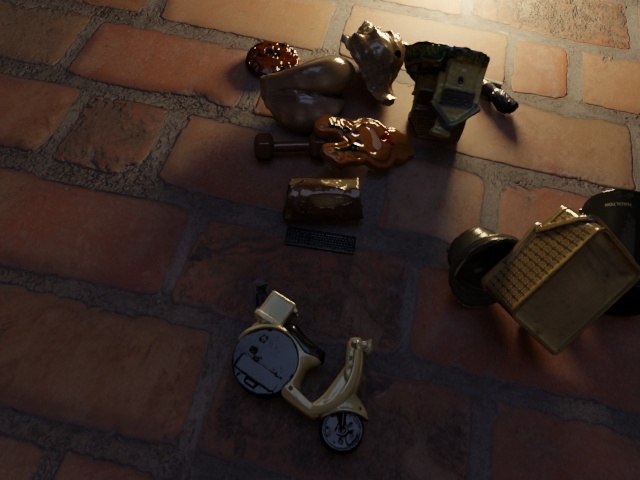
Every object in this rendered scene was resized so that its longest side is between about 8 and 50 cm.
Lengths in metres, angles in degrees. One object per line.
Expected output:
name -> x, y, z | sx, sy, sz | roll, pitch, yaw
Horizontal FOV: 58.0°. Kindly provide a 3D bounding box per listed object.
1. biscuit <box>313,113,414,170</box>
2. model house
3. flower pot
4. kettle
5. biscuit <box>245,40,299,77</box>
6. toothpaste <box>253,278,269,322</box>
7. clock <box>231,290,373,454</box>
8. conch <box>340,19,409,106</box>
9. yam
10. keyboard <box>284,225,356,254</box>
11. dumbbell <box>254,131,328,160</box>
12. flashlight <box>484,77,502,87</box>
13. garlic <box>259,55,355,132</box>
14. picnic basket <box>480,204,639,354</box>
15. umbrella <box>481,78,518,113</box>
biscuit -> 0.143, -0.308, 1.809 | 0.334, 0.047, 0.201 | 2, 59, -23
model house -> 0.371, -0.459, 1.833 | 0.262, 0.321, 0.266 | 10, 97, 2
flower pot -> 0.435, 0.056, 1.566 | 0.236, 0.235, 0.140 | -12, 35, -12
kettle -> 0.797, 0.029, 1.601 | 0.262, 0.203, 0.307 | 17, 60, 5
biscuit -> -0.172, -0.643, 2.058 | 0.192, 0.049, 0.191 | 1, 61, -2
toothpaste -> -0.157, 0.175, 1.534 | 0.045, 0.028, 0.169 | 5, 54, -14
clock -> -0.025, 0.309, 1.394 | 0.379, 0.120, 0.276 | 29, 70, 11
conch -> 0.192, -0.629, 1.966 | 0.263, 0.186, 0.324 | 0, 54, -46
yam -> 0.008, -0.121, 1.687 | 0.239, 0.129, 0.127 | 0, 92, -4
keyboard -> 0.000, 0.000, 1.669 | 0.203, 0.011, 0.067 | 9, 56, 1
dumbbell -> -0.093, -0.296, 1.815 | 0.231, 0.092, 0.081 | -2, 85, -6
flashlight -> 0.614, -0.573, 2.086 | 0.083, 0.018, 0.018 | 17, 58, 7
garlic -> -0.005, -0.486, 1.919 | 0.340, 0.231, 0.246 | -25, 17, -38
picnic basket -> 0.598, 0.090, 1.443 | 0.313, 0.228, 0.175 | -46, 27, 9
umbrella -> 0.591, -0.524, 2.032 | 0.071, 0.070, 0.248 | -31, 60, -22
